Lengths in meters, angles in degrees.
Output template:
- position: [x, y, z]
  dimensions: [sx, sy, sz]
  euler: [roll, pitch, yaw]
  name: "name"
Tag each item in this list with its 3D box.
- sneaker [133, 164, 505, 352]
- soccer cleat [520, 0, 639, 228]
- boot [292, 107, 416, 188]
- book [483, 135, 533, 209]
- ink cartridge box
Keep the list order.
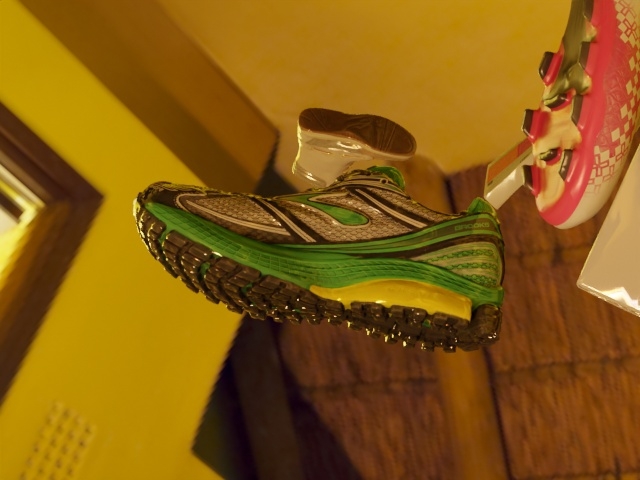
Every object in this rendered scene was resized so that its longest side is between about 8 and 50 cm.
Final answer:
- position: [0.000, 0.000, 1.133]
  dimensions: [0.134, 0.344, 0.146]
  euler: [111, -10, -69]
  name: "sneaker"
- position: [0.257, -0.160, 1.006]
  dimensions: [0.116, 0.143, 0.331]
  euler: [147, -44, -70]
  name: "soccer cleat"
- position: [0.058, -0.151, 2.233]
  dimensions: [0.213, 0.165, 0.077]
  euler: [12, -125, 1]
  name: "boot"
- position: [0.255, -0.099, 1.596]
  dimensions: [0.096, 0.035, 0.144]
  euler: [-44, -176, 21]
  name: "book"
- position: [0.462, -0.001, 1.584]
  dimensions: [0.198, 0.197, 0.270]
  euler: [-67, 167, 9]
  name: "ink cartridge box"
